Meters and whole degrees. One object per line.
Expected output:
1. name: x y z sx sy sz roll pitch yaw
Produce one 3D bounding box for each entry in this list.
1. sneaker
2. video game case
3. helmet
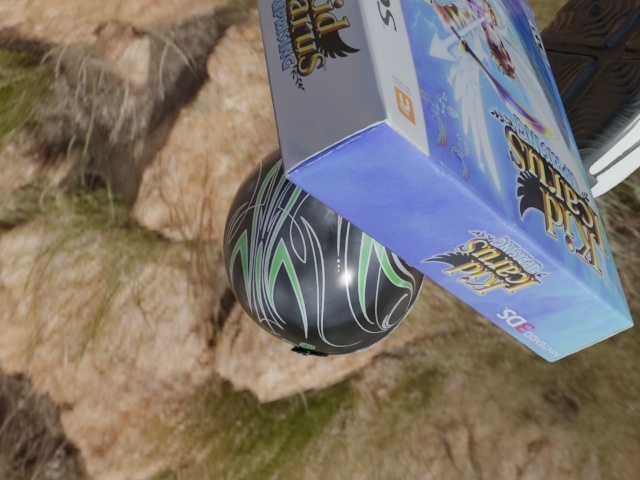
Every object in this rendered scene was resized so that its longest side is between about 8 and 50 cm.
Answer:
1. sneaker: 0.351 -0.142 1.080 0.447 0.169 0.257 -47 121 -14
2. video game case: 0.064 -0.090 0.758 0.061 0.244 0.269 -26 144 25
3. helmet: 0.000 0.000 1.126 0.169 0.169 0.161 -32 139 1
